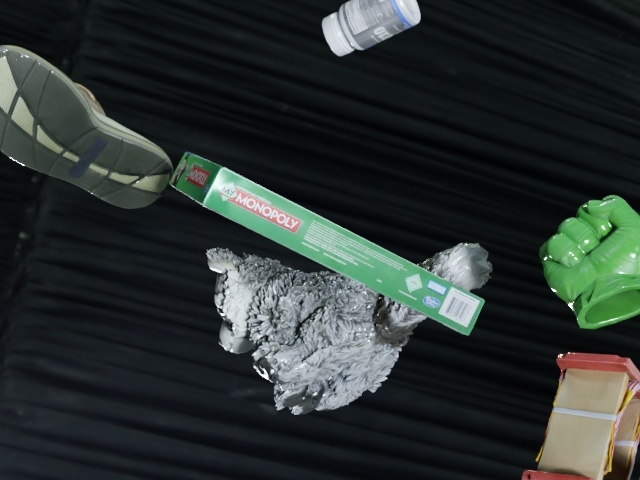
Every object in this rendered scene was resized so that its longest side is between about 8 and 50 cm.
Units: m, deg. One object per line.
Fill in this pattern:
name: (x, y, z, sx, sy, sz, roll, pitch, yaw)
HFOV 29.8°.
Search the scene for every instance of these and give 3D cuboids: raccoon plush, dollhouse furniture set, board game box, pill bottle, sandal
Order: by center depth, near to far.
board game box: (0.000, 0.000, 1.305, 0.046, 0.317, 0.213, -63, 18, 1)
sandal: (-0.307, -0.135, 1.470, 0.120, 0.303, 0.086, -40, 47, 11)
dollhouse furniture set: (0.469, 0.278, 1.552, 0.374, 0.152, 0.201, 1, 56, 38)
pill bottle: (0.076, -0.338, 1.834, 0.137, 0.078, 0.078, -23, 43, 24)
raccoon plush: (0.030, 0.068, 1.896, 0.446, 0.216, 0.299, -29, 56, 4)

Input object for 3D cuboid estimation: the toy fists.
toy fists: (0.401, -0.009, 1.447, 0.279, 0.096, 0.142, -24, 52, 9)
